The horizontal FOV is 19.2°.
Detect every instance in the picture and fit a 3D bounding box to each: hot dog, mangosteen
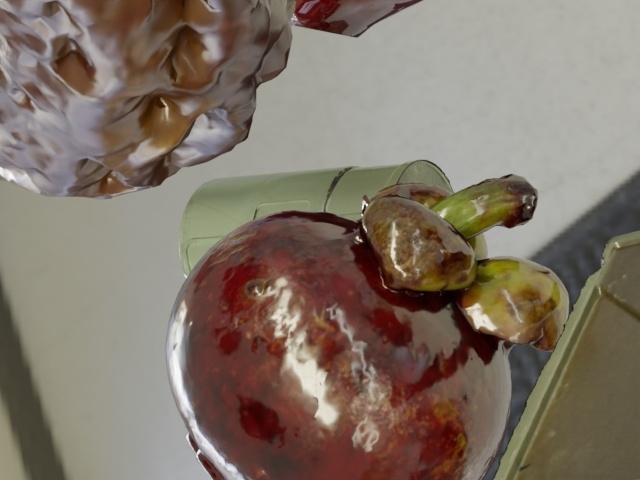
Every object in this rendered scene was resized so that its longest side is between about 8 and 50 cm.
[{"bbox_3d":[-0.040,-0.164,0.388,0.174,0.387,0.267,20,70,10],"label":"hot dog"},{"bbox_3d":[0.036,0.060,1.129,0.257,0.215,0.215,-40,59,7],"label":"mangosteen"}]

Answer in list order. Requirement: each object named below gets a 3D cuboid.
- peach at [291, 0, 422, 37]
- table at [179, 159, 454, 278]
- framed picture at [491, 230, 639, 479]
[{"bbox_3d":[0.017,-0.382,1.864,0.388,0.388,0.388,8,100,49],"label":"peach"},{"bbox_3d":[0.000,0.000,1.652,0.220,0.126,0.126,-4,92,33],"label":"table"},{"bbox_3d":[0.210,0.048,0.963,0.211,0.289,0.020,-15,112,28],"label":"framed picture"}]
